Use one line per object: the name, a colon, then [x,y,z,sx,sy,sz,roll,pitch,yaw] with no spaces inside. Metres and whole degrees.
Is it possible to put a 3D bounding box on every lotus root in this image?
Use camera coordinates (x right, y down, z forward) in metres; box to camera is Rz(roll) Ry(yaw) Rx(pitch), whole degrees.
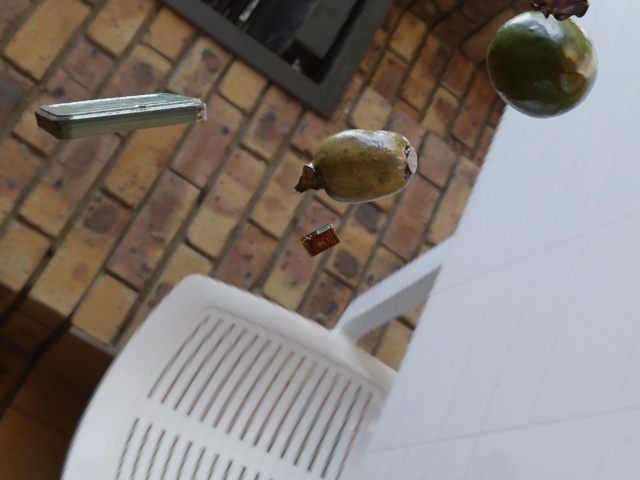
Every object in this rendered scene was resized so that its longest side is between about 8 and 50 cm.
lotus root: [0.058,-0.127,1.602,0.118,0.221,0.125,63,-159,-66]

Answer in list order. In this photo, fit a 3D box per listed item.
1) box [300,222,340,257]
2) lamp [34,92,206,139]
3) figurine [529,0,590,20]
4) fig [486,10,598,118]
box: [0.000,0.000,2.163,0.082,0.051,0.023,-28,36,2]
lamp: [-0.372,-0.232,1.694,0.266,0.269,0.047,-157,60,-62]
figurine: [0.386,-0.444,1.364,0.142,0.189,0.263,19,65,38]
fig: [0.379,-0.293,1.556,0.181,0.181,0.191,-54,29,10]
